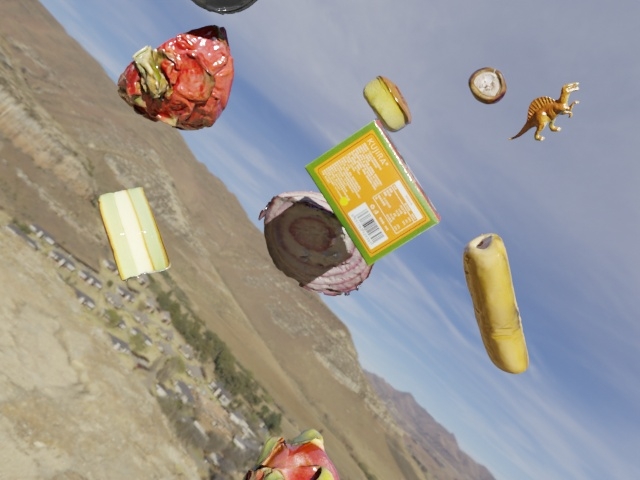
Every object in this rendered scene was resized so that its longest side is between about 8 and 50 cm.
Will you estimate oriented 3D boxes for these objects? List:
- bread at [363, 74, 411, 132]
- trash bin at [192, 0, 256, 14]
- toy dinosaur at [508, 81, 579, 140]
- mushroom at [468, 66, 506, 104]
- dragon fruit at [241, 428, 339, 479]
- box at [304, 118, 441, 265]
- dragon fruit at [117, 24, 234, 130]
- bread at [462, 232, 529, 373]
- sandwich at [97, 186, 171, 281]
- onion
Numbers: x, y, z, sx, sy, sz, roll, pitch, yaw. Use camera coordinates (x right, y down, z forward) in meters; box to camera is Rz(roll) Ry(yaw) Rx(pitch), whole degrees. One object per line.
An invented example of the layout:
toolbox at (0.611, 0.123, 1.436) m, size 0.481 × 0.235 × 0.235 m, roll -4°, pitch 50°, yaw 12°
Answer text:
bread at (0.178, -0.342, 1.157) m, size 0.156 × 0.086 × 0.125 m, roll 46°, pitch 20°, yaw -30°
trash bin at (-0.234, -0.624, 0.928) m, size 0.203 × 0.252 × 0.302 m, roll 106°, pitch -33°, yaw -46°
toy dinosaur at (0.668, -0.378, 1.366) m, size 0.212 × 0.057 × 0.142 m, roll -12°, pitch -57°, yaw 24°
mushroom at (0.518, -0.480, 1.414) m, size 0.123 × 0.123 × 0.052 m, roll 43°, pitch -12°, yaw 8°
dragon fruit at (-0.056, 0.492, 0.850) m, size 0.224 × 0.224 × 0.227 m, roll 44°, pitch 2°, yaw 3°
box at (0.093, -0.084, 0.796) m, size 0.195 × 0.148 × 0.177 m, roll 57°, pitch 10°, yaw -1°
dragon fruit at (-0.334, -0.328, 1.037) m, size 0.317 × 0.205 × 0.152 m, roll -31°, pitch -96°, yaw 44°
bread at (0.367, 0.133, 0.958) m, size 0.142 × 0.091 × 0.305 m, roll -75°, pitch 147°, yaw -68°
sandwich at (-0.432, -0.021, 1.049) m, size 0.144 × 0.117 × 0.187 m, roll 13°, pitch -63°, yaw 60°
onion at (0.000, 0.000, 1.206) m, size 0.314 × 0.146 × 0.280 m, roll 18°, pitch -53°, yaw 10°
